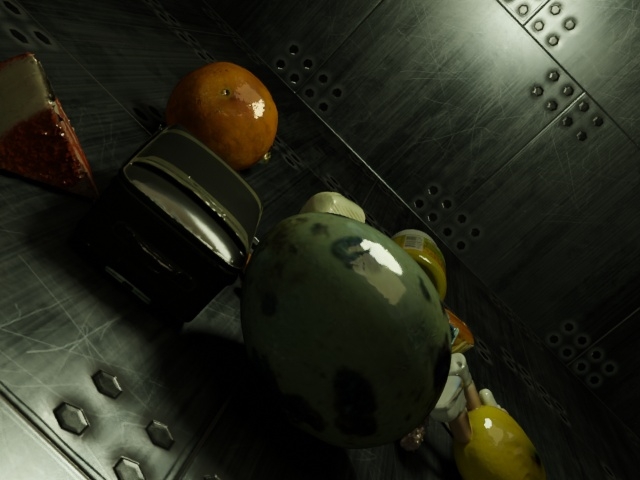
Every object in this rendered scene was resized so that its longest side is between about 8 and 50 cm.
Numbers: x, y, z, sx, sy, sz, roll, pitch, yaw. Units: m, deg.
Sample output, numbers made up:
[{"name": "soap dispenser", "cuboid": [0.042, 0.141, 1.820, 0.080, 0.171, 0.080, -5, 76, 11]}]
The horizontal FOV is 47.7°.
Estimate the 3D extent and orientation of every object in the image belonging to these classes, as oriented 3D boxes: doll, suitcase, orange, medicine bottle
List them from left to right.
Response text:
[{"name": "suitcase", "cuboid": [-0.249, -0.046, 1.320, 0.283, 0.194, 0.434, 41, 18, -13]}, {"name": "orange", "cuboid": [-0.246, -0.312, 1.829, 0.284, 0.284, 0.226, 47, -23, 4]}, {"name": "medicine bottle", "cuboid": [0.272, 0.096, 2.218, 0.224, 0.224, 0.384, 45, 16, -4]}, {"name": "doll", "cuboid": [0.358, 0.455, 1.595, 0.348, 0.161, 0.423, -3, 73, -52]}]

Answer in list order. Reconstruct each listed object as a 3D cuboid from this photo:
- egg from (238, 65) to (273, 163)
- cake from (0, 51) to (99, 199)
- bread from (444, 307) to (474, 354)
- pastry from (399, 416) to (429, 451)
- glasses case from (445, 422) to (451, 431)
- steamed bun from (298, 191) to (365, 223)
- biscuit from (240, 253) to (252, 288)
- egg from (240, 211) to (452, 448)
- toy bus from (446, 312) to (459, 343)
[{"name": "egg", "cuboid": [-0.254, -0.336, 2.079, 0.264, 0.174, 0.286, -144, -148, -82]}, {"name": "cake", "cuboid": [-0.494, -0.156, 1.232, 0.158, 0.160, 0.262, 56, -16, 33]}, {"name": "bread", "cuboid": [0.400, 0.284, 2.297, 0.190, 0.114, 0.132, 42, 13, -30]}, {"name": "pastry", "cuboid": [0.160, 0.331, 1.577, 0.112, 0.103, 0.265, 1, 51, -44]}, {"name": "glasses case", "cuboid": [0.338, 0.445, 1.836, 0.204, 0.051, 0.081, 53, 16, 25]}, {"name": "steamed bun", "cuboid": [0.000, 0.000, 1.814, 0.153, 0.238, 0.170, 5, -13, 42]}, {"name": "biscuit", "cuboid": [-0.112, 0.118, 1.542, 0.165, 0.036, 0.250, 32, 17, -39]}, {"name": "egg", "cuboid": [0.040, 0.150, 1.239, 0.345, 0.345, 0.427, -90, 158, -68]}, {"name": "toy bus", "cuboid": [0.155, 0.180, 1.713, 0.312, 0.152, 0.190, 42, -23, -22]}]
